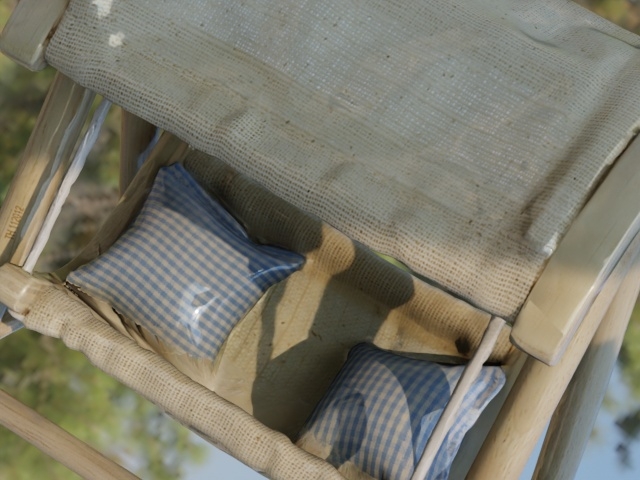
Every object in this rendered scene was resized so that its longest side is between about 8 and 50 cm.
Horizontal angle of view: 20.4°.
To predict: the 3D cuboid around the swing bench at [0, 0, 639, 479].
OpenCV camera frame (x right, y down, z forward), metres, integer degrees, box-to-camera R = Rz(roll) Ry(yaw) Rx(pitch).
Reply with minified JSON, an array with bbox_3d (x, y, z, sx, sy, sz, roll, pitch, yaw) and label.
[{"bbox_3d":[0.000,0.000,0.736,0.165,0.253,0.254,-33,146,-54],"label":"swing bench"}]
